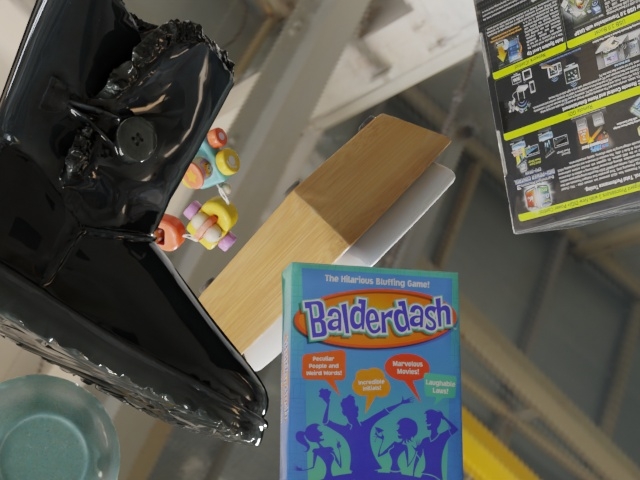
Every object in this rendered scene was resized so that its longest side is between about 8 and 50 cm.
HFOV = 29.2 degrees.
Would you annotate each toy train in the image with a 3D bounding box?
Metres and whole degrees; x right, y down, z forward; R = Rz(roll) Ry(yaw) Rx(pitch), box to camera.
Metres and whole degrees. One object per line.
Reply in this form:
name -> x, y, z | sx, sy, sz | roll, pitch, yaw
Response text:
toy train -> -0.140, -0.043, 1.193 | 0.125, 0.166, 0.046 | 21, -145, 16

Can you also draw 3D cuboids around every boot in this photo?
boot -> -0.092, -0.015, 0.712 | 0.246, 0.094, 0.207 | 35, -110, -29

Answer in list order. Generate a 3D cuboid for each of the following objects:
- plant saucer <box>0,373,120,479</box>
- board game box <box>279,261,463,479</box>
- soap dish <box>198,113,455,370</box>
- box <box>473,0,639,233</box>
plant saucer -> -0.317, 0.248, 1.388 | 0.195, 0.037, 0.195 | 4, -100, -23
board game box -> 0.045, 0.129, 1.098 | 0.160, 0.047, 0.210 | 3, -106, -13
soap dish -> 0.000, 0.000, 1.367 | 0.118, 0.291, 0.229 | 45, -133, 1
box -> 0.229, -0.132, 0.875 | 0.060, 0.270, 0.216 | -6, -96, -34
